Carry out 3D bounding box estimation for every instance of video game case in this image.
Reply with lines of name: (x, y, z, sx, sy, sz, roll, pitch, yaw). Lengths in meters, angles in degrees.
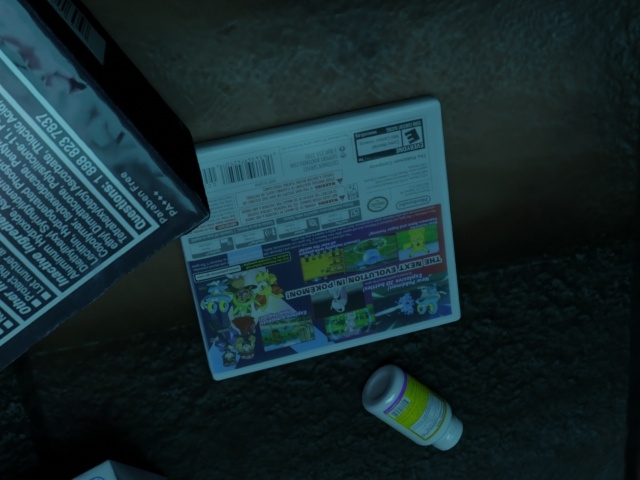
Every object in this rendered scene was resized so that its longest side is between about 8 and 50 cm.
video game case: (0.000, 0.000, 0.699, 0.201, 0.023, 0.183, -13, 114, -9)

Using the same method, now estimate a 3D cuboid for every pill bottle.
pill bottle: (0.076, 0.138, 0.762, 0.083, 0.043, 0.043, 37, 100, -24)

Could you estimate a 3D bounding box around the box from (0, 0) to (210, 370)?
box: (-0.270, -0.060, 0.517, 0.294, 0.182, 0.296, -37, 113, 4)

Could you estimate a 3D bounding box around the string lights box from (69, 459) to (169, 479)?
string lights box: (-0.231, 0.261, 0.686, 0.260, 0.076, 0.133, -28, 158, -1)
